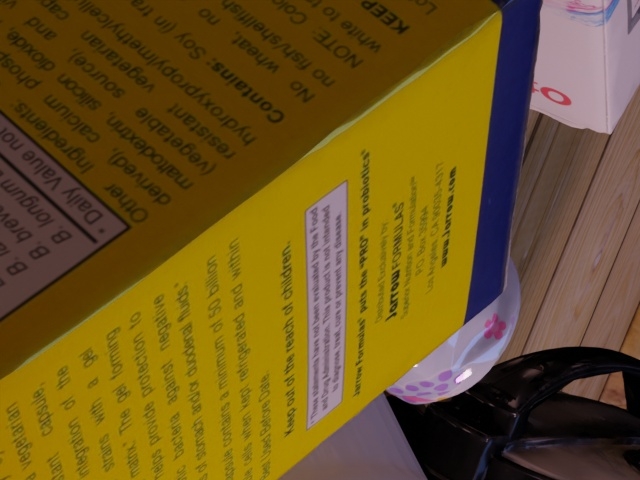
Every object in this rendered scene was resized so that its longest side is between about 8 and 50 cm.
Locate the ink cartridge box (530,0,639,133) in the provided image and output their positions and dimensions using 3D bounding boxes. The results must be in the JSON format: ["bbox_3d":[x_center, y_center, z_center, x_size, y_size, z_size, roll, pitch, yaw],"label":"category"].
[{"bbox_3d":[0.086,-0.213,0.971,0.131,0.226,0.306,-59,161,-14],"label":"ink cartridge box"}]

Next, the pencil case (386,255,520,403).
[{"bbox_3d":[0.000,0.000,1.020,0.273,0.113,0.124,31,72,-41],"label":"pencil case"}]

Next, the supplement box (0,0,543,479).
[{"bbox_3d":[-0.115,0.010,0.627,0.356,0.194,0.195,-37,151,-25],"label":"supplement box"}]

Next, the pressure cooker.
[{"bbox_3d":[0.195,0.297,1.635,0.370,0.376,0.420,-72,-179,-78],"label":"pressure cooker"}]

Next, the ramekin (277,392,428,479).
[{"bbox_3d":[-0.076,0.147,0.946,0.277,0.135,0.277,-18,154,-9],"label":"ramekin"}]
